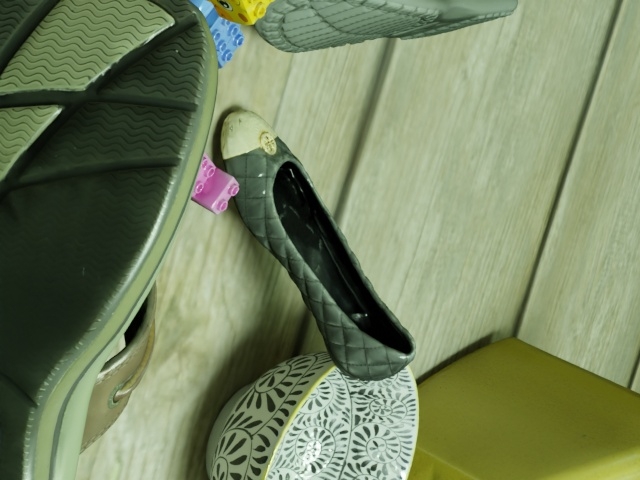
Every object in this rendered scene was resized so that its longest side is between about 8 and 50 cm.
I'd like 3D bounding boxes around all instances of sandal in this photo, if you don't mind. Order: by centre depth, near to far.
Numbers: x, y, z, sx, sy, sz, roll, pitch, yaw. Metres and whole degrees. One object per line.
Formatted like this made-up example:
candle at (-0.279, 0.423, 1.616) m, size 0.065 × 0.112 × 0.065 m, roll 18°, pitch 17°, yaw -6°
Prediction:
sandal at (-0.119, 0.043, 0.493) m, size 0.302 × 0.120 × 0.086 m, roll -71°, pitch 165°, yaw 11°

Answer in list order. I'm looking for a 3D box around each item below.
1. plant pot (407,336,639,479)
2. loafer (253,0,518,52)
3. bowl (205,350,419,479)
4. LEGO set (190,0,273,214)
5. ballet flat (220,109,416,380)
plant pot at (0.136, 0.212, 0.980) m, size 0.187 × 0.212 × 0.212 m, roll -3°, pitch 109°, yaw -41°
loafer at (0.034, -0.161, 0.748) m, size 0.251 × 0.094 × 0.087 m, roll -18°, pitch 96°, yaw -62°
bowl at (-0.018, 0.134, 0.807) m, size 0.170 × 0.080 × 0.170 m, roll -32°, pitch 131°, yaw -46°
LEGO set at (-0.066, -0.092, 0.565) m, size 0.087 × 0.093 × 0.227 m, roll -55°, pitch 155°, yaw -11°
ballet flat at (0.000, 0.000, 0.734) m, size 0.057 × 0.049 × 0.173 m, roll -37°, pitch 98°, yaw -47°
